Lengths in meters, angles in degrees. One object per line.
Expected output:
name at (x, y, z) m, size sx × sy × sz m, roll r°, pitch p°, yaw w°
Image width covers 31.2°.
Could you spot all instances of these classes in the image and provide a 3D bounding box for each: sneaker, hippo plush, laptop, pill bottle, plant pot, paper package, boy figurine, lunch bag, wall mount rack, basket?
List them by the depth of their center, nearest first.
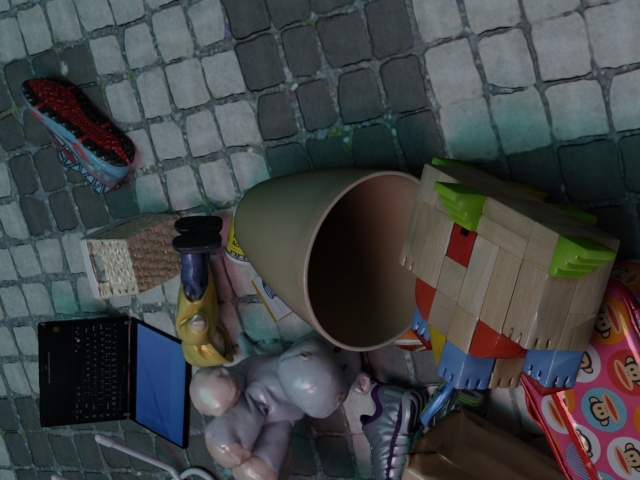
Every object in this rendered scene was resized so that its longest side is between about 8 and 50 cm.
lunch bag at (0.373, 0.189, 1.521) m, size 0.258 × 0.120 × 0.293 m, roll -28°, pitch 88°, yaw 45°
paper package at (0.257, 0.455, 1.644) m, size 0.309 × 0.168 × 0.325 m, roll 28°, pitch 131°, yaw 24°
plant pot at (0.000, 0.000, 1.675) m, size 0.274 × 0.256 × 0.256 m, roll 20°, pitch 121°, yaw 50°
sneaker at (0.179, 0.129, 1.676) m, size 0.175 × 0.064 × 0.067 m, roll 1°, pitch 74°, yaw 39°
sneaker at (0.222, 0.224, 1.694) m, size 0.078 × 0.067 × 0.188 m, roll 33°, pitch 126°, yaw -2°
sneaker at (0.104, 0.324, 1.808) m, size 0.098 × 0.083 × 0.224 m, roll 20°, pitch 109°, yaw 28°
hippo plush at (-0.036, 0.253, 1.816) m, size 0.236 × 0.294 × 0.234 m, roll -22°, pitch 93°, yaw 19°
pill bottle at (-0.113, -0.024, 1.849) m, size 0.065 × 0.065 × 0.116 m, roll 30°, pitch 124°, yaw 26°
boy figurine at (-0.198, 0.107, 1.918) m, size 0.092 × 0.177 × 0.285 m, roll -3°, pitch 120°, yaw -1°
basket at (-0.311, 0.023, 1.962) m, size 0.103 × 0.167 × 0.113 m, roll -5°, pitch 105°, yaw 33°
sneaker at (-0.449, -0.180, 2.028) m, size 0.262 × 0.104 × 0.125 m, roll 44°, pitch 131°, yaw 17°
laptop at (-0.386, 0.273, 2.136) m, size 0.136 × 0.264 × 0.234 m, roll -124°, pitch 36°, yaw -59°
wall mount rack at (-0.351, 0.516, 2.212) m, size 0.304 × 0.130 × 0.350 m, roll 54°, pitch 130°, yaw 8°

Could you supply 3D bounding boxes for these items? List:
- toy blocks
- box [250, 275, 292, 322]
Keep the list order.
toy blocks at (0.216, 0.070, 1.463) m, size 0.381 × 0.190 × 0.261 m, roll 36°, pitch 117°, yaw 55°
box at (-0.061, 0.078, 1.846) m, size 0.081 × 0.028 × 0.136 m, roll 60°, pitch 150°, yaw 3°
